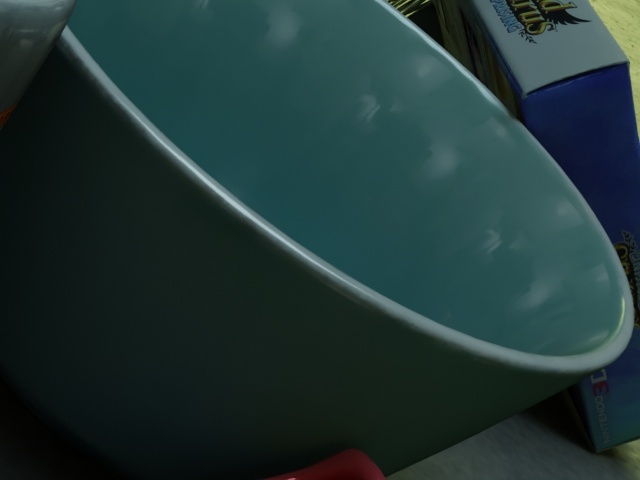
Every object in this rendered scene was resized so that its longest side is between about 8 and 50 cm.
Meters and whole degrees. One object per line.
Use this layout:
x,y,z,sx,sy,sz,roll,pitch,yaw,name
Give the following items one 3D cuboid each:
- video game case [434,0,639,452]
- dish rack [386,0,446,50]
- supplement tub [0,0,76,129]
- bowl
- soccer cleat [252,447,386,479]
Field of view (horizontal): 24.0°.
0.134,-0.052,0.903,0.244,0.061,0.269,-106,178,-51,video game case
0.041,-0.221,1.122,0.271,0.074,0.208,64,9,14,dish rack
-0.170,-0.038,0.480,0.117,0.190,0.117,30,26,-17,supplement tub
-0.036,-0.006,0.645,0.312,0.163,0.311,31,25,-16,bowl
-0.059,0.127,0.463,0.083,0.095,0.248,45,25,15,soccer cleat
